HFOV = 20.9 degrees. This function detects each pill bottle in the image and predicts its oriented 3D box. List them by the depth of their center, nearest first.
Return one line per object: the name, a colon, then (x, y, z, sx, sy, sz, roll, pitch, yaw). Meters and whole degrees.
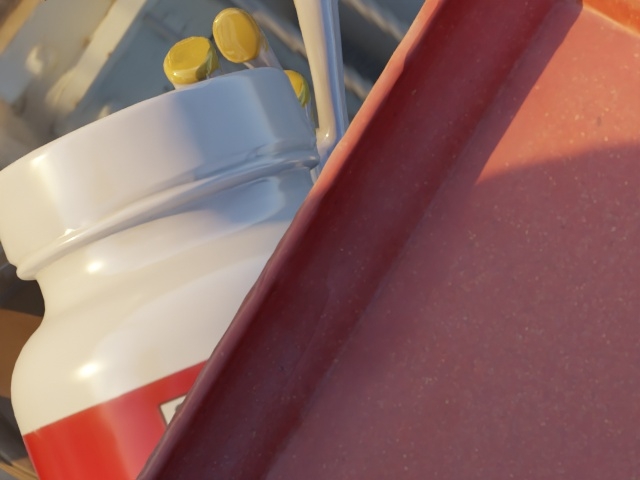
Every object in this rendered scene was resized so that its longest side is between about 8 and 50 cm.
pill bottle: (-0.022, 0.129, 0.907, 0.229, 0.229, 0.408, -21, 87, -17)

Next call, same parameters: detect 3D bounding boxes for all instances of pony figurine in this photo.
pony figurine: (0.000, 0.000, 1.322, 0.302, 0.363, 0.351, -9, 41, 15)

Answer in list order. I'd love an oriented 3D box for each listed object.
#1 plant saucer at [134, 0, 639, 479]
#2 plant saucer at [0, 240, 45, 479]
plant saucer: (0.097, 0.062, 0.498, 0.259, 0.047, 0.258, 33, 93, 25)
plant saucer: (-0.223, 0.113, 1.638, 0.277, 0.041, 0.278, 0, 101, 0)
